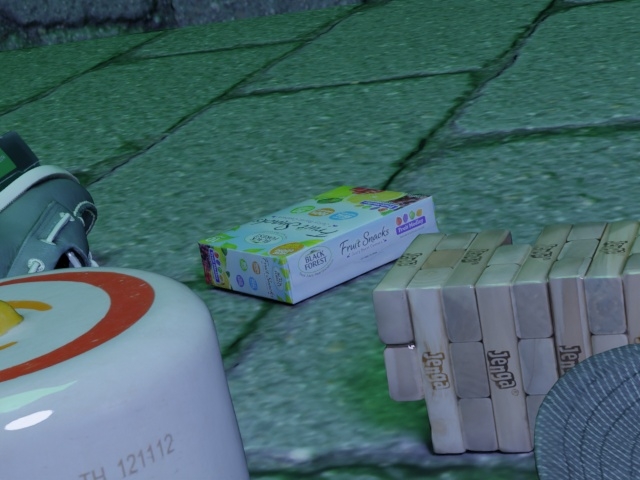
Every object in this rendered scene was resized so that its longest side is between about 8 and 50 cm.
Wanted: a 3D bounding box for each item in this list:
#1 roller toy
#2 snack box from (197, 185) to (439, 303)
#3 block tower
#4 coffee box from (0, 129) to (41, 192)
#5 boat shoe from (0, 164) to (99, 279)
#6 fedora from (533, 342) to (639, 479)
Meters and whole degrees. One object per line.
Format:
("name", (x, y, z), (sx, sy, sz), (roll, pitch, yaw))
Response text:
("roller toy", (-0.131, 0.094, 0.640), (0.209, 0.146, 0.191), (-7, 16, 15))
("snack box", (0.000, 0.000, 1.076), (0.141, 0.037, 0.100), (-23, 19, -36))
("block tower", (0.203, 0.038, 0.723), (0.335, 0.091, 0.097), (-4, 18, 20))
("coffee box", (-0.303, -0.004, 1.135), (0.184, 0.040, 0.113), (-35, 6, 27))
("boat shoe", (-0.213, 0.029, 1.069), (0.099, 0.116, 0.319), (35, 14, 2))
("fedora", (0.194, 0.114, 0.403), (0.275, 0.124, 0.244), (-3, 18, -3))
